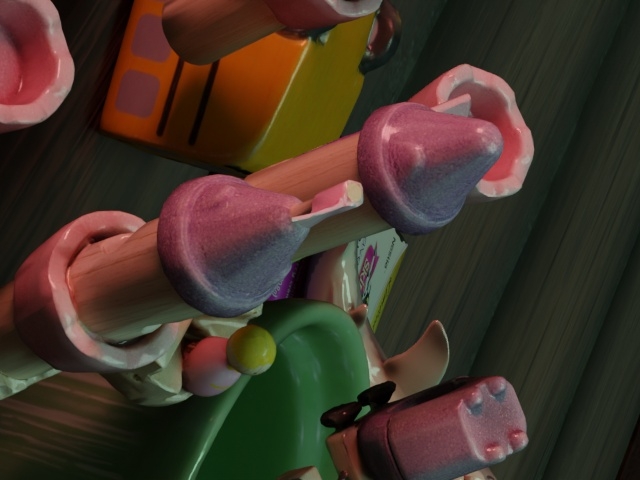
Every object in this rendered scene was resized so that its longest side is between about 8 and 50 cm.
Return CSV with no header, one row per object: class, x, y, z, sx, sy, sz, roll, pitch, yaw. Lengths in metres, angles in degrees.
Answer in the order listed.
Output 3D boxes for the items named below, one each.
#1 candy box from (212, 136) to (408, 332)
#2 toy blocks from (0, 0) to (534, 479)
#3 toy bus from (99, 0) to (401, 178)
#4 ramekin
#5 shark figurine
candy box,-0.018,0.024,1.262,0.233,0.071,0.159,54,55,-65
toy blocks,0.000,0.000,0.792,0.288,0.260,0.309,-25,94,-47
toy bus,-0.011,-0.200,1.036,0.108,0.130,0.333,18,87,-68
ramekin,-0.098,0.164,1.042,0.303,0.148,0.303,15,90,-70
shark figurine,0.028,0.048,1.204,0.116,0.166,0.278,-91,175,-78
